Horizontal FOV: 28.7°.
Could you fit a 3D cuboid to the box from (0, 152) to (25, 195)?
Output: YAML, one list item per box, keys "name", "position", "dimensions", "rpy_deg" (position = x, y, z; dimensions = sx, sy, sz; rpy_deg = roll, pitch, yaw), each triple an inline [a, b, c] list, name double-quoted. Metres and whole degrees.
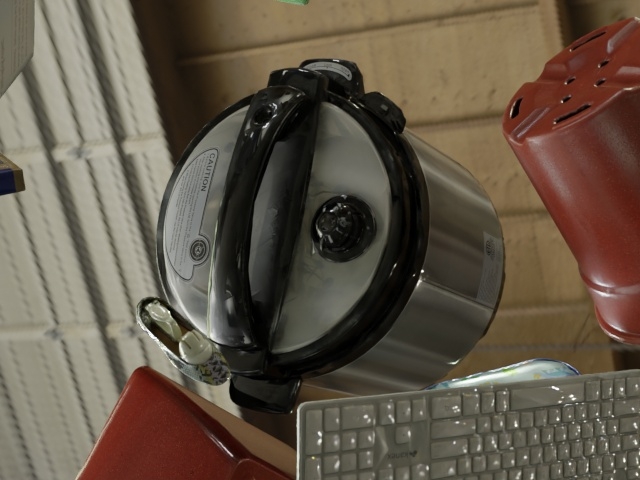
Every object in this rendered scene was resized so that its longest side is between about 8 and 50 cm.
- name: "box"
  position: [-0.516, -0.074, 1.636]
  dimensions: [0.136, 0.225, 0.037]
  rpy_deg: [30, -51, 54]

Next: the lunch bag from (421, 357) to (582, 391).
- name: "lunch bag"
  position: [0.214, 0.220, 1.341]
  dimensions: [0.176, 0.219, 0.090]
  rpy_deg: [48, -40, 46]

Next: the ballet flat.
- name: "ballet flat"
  position: [-0.130, 0.091, 1.155]
  dimensions: [0.114, 0.041, 0.041]
  rpy_deg: [39, -57, 21]

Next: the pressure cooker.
- name: "pressure cooker"
  position: [0.005, -0.001, 1.572]
  dimensions: [0.375, 0.420, 0.370]
  rpy_deg: [-38, -116, 17]

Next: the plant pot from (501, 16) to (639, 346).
- name: "plant pot"
  position: [0.346, -0.076, 1.334]
  dimensions: [0.272, 0.272, 0.265]
  rpy_deg: [-26, -66, 31]

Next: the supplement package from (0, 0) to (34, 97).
- name: "supplement package"
  position: [-0.184, -0.063, 0.423]
  dimensions: [0.105, 0.179, 0.105]
  rpy_deg: [22, -39, 4]

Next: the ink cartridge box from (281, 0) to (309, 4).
- name: "ink cartridge box"
  position: [-0.040, -0.319, 1.014]
  dimensions: [0.093, 0.154, 0.212]
  rpy_deg: [15, -23, 16]

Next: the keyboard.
- name: "keyboard"
  position: [0.094, 0.117, 0.712]
  dimensions: [0.014, 0.256, 0.072]
  rpy_deg: [14, -78, 55]

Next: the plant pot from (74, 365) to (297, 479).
- name: "plant pot"
  position: [-0.125, 0.339, 1.484]
  dimensions: [0.267, 0.267, 0.235]
  rpy_deg: [35, -14, -32]
